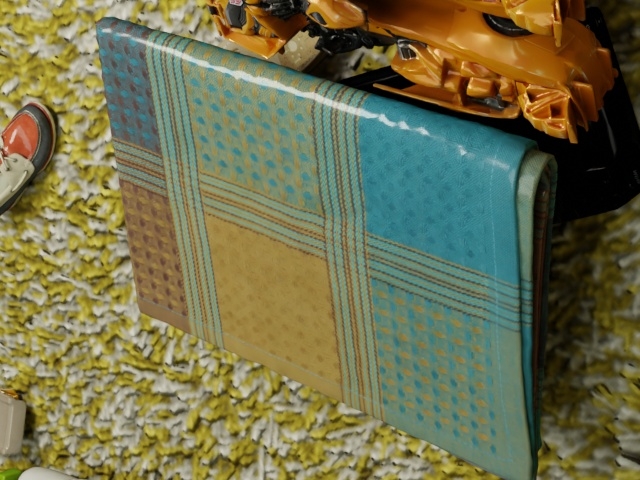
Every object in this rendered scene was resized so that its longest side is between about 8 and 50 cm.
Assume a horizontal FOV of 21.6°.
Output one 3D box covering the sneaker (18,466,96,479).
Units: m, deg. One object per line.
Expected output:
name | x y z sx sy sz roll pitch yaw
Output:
sneaker | -0.180 0.247 1.516 0.237 0.085 0.086 19 94 35

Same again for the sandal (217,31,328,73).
sandal | -0.077 -0.105 1.265 0.088 0.079 0.240 51 132 9

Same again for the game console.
game console | 0.080 -0.175 1.136 0.213 0.044 0.361 -11 103 39

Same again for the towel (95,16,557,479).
towel | 0.000 0.000 1.183 0.370 0.040 0.271 21 131 32

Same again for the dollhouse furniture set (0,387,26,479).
dollhouse furniture set | -0.304 0.211 1.627 0.076 0.058 0.152 12 98 43

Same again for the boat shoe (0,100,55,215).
boat shoe | -0.273 -0.066 1.464 0.049 0.043 0.137 49 130 13

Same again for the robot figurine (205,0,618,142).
robot figurine | 0.035 -0.159 1.038 0.291 0.085 0.211 17 154 23
